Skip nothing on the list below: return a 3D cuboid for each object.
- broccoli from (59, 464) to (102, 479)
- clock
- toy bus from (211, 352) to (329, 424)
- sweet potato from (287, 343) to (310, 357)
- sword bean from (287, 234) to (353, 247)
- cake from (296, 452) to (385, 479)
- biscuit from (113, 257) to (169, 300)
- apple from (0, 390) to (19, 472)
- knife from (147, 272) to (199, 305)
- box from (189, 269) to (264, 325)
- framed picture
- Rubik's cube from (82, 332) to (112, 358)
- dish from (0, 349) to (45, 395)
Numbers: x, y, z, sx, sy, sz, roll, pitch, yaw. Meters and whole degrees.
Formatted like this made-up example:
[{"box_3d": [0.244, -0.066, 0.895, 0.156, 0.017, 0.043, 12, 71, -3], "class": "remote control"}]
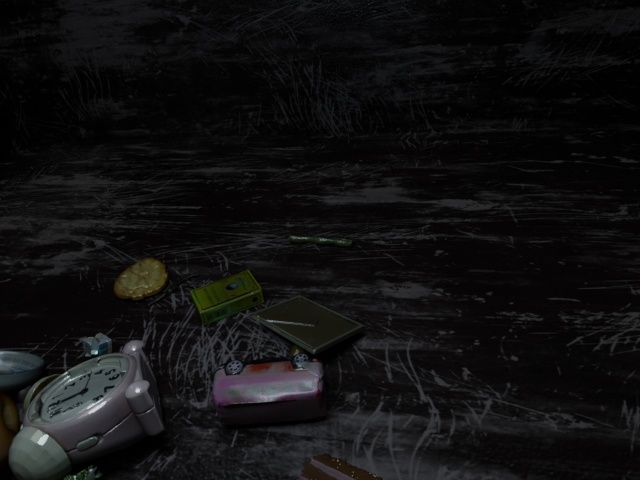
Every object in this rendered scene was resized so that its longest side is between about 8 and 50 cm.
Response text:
[{"box_3d": [-0.521, 0.563, 1.012, 0.167, 0.160, 0.154, -24, 62, -43], "class": "broccoli"}, {"box_3d": [-0.576, 0.420, 1.206, 0.325, 0.184, 0.342, -19, 15, -18], "class": "clock"}, {"box_3d": [-0.131, 0.385, 1.246, 0.302, 0.128, 0.147, -6, 35, 1], "class": "toy bus"}, {"box_3d": [-0.025, 0.306, 1.422, 0.249, 0.059, 0.069, -27, 57, -35], "class": "sweet potato"}, {"box_3d": [-0.001, 0.000, 1.923, 0.269, 0.038, 0.043, 4, 8, 17], "class": "sword bean"}, {"box_3d": [0.073, 0.534, 1.003, 0.295, 0.113, 0.116, 13, 35, 38], "class": "cake"}, {"box_3d": [-0.665, 0.142, 1.822, 0.203, 0.041, 0.260, -12, 32, -3], "class": "biscuit"}, {"box_3d": [-0.847, 0.466, 1.160, 0.253, 0.254, 0.253, -5, 32, 3], "class": "apple"}, {"box_3d": [-0.541, 0.170, 1.766, 0.045, 0.021, 0.222, 23, 42, 34], "class": "knife"}, {"box_3d": [-0.318, 0.191, 1.652, 0.220, 0.064, 0.141, -18, 33, -20], "class": "box"}, {"box_3d": [-0.043, 0.248, 1.481, 0.289, 0.020, 0.211, 20, 25, 41], "class": "framed picture"}, {"box_3d": [-0.691, 0.330, 1.486, 0.084, 0.075, 0.073, -2, 13, 35], "class": "Rubik's cube"}, {"box_3d": [-0.942, 0.405, 1.369, 0.273, 0.134, 0.273, 7, 0, 0], "class": "dish"}]
